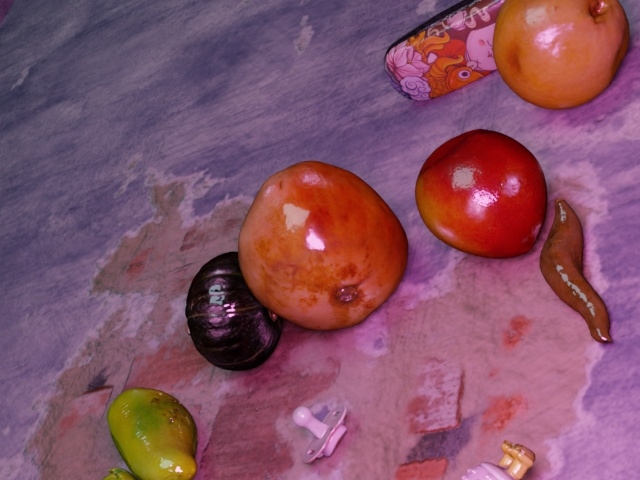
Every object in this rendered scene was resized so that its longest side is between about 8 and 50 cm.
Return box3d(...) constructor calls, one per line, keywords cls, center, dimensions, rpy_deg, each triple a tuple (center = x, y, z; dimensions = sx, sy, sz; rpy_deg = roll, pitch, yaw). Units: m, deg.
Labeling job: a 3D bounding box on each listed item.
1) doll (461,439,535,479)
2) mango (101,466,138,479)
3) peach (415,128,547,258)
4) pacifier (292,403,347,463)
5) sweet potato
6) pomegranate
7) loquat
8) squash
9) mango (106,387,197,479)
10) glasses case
box3d(cls="doll", center=(0.182, 0.330, 1.533), dimensions=(0.207, 0.081, 0.129), rpy_deg=(-52, 15, -8))
box3d(cls="mango", center=(-0.296, 0.412, 1.930), dimensions=(0.119, 0.100, 0.178), rpy_deg=(-46, 27, 14))
box3d(cls="peach", center=(0.234, -0.059, 1.822), dimensions=(0.197, 0.197, 0.197), rpy_deg=(-28, 36, 23))
box3d(cls="pacifier", center=(-0.008, 0.261, 1.815), dimensions=(0.099, 0.078, 0.081), rpy_deg=(-57, 14, -18))
box3d(cls="sweet potato", center=(0.329, 0.048, 1.712), dimensions=(0.069, 0.059, 0.249), rpy_deg=(-20, 43, 13))
box3d(cls="pomegranate", center=(0.000, 0.000, 1.942), dimensions=(0.229, 0.252, 0.270), rpy_deg=(-53, 31, 24))
box3d(cls="loquat", center=(0.356, -0.299, 1.942), dimensions=(0.208, 0.208, 0.208), rpy_deg=(-28, 36, 23))
box3d(cls="squash", center=(-0.133, 0.108, 2.018), dimensions=(0.156, 0.193, 0.193), rpy_deg=(9, 57, 27))
box3d(cls="mango", center=(-0.246, 0.304, 1.981), dimensions=(0.125, 0.111, 0.233), rpy_deg=(-37, 36, -13))
box3d(cls="glasses case", center=(0.253, -0.334, 2.152), dimensions=(0.321, 0.122, 0.082), rpy_deg=(-26, 36, 25))
